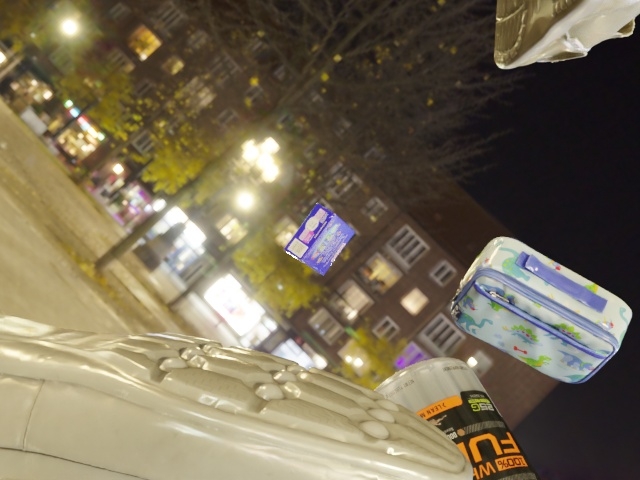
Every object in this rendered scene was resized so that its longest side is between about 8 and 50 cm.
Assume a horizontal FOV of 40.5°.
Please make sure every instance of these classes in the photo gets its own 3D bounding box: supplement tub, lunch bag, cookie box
[{"bbox_3d":[0.202,0.354,1.234,0.338,0.207,0.207,60,2,34],"label":"supplement tub"},{"bbox_3d":[0.295,0.097,1.184,0.219,0.090,0.176,30,-29,5],"label":"lunch bag"},{"bbox_3d":[0.000,0.000,1.374,0.040,0.092,0.107,35,-2,24],"label":"cookie box"}]

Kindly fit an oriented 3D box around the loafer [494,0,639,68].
[{"bbox_3d":[0.211,-0.198,0.717,0.092,0.101,0.268,2,4,-5],"label":"loafer"}]

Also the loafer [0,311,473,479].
[{"bbox_3d":[-0.101,0.092,0.357,0.320,0.111,0.112,8,1,13],"label":"loafer"}]
